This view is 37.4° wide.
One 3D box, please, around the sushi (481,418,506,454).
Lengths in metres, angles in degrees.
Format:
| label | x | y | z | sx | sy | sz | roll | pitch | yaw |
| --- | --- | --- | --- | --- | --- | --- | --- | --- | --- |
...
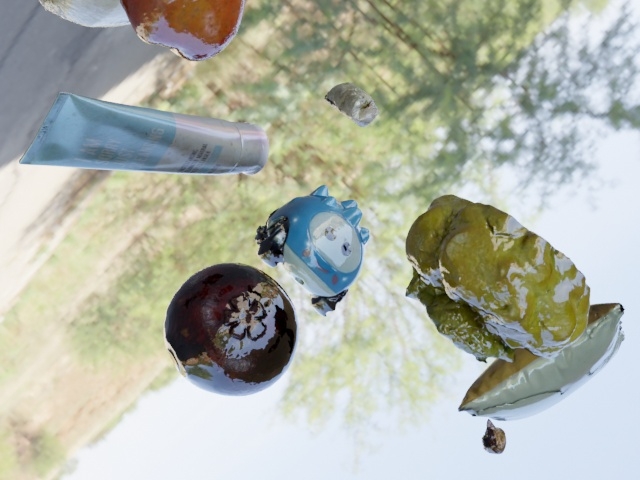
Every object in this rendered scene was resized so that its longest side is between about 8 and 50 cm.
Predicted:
| label | x | y | z | sx | sy | sz | roll | pitch | yaw |
| --- | --- | --- | --- | --- | --- | --- | --- | --- | --- |
| sushi | 0.347 | 0.404 | 1.912 | 0.050 | 0.047 | 0.099 | -61 | -170 | 14 |

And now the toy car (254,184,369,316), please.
| label | x | y | z | sx | sy | sz | roll | pitch | yaw |
| --- | --- | --- | --- | --- | --- | --- | --- | --- | --- |
| toy car | 0.000 | 0.000 | 1.731 | 0.190 | 0.188 | 0.255 | -44 | -168 | 7 |

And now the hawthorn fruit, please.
| label | x | y | z | sx | sy | sz | roll | pitch | yaw |
| --- | --- | --- | --- | --- | --- | --- | --- | --- | --- |
| hawthorn fruit | -0.126 | -0.243 | 0.910 | 0.140 | 0.125 | 0.125 | -54 | -175 | -5 |

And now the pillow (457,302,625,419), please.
| label | x | y | z | sx | sy | sz | roll | pitch | yaw |
| --- | --- | --- | --- | --- | --- | --- | --- | --- | --- |
| pillow | 0.394 | 0.219 | 1.643 | 0.312 | 0.119 | 0.310 | -36 | 161 | 7 |

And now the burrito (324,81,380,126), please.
| label | x | y | z | sx | sy | sz | roll | pitch | yaw |
| --- | --- | --- | --- | --- | --- | --- | --- | --- | --- |
| burrito | 0.041 | -0.182 | 1.241 | 0.149 | 0.055 | 0.041 | -121 | -128 | -68 |

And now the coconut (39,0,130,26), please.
| label | x | y | z | sx | sy | sz | roll | pitch | yaw |
| --- | --- | --- | --- | --- | --- | --- | --- | --- | --- |
| coconut | -0.326 | -0.434 | 1.441 | 0.227 | 0.227 | 0.230 | -43 | 167 | 36 |

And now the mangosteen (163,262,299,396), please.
| label | x | y | z | sx | sy | sz | roll | pitch | yaw |
| --- | --- | --- | --- | --- | --- | --- | --- | --- | --- |
| mangosteen | -0.130 | 0.131 | 1.372 | 0.210 | 0.210 | 0.210 | -46 | -175 | 5 |

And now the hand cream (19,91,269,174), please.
| label | x | y | z | sx | sy | sz | roll | pitch | yaw |
| --- | --- | --- | --- | --- | --- | --- | --- | --- | --- |
| hand cream | -0.193 | -0.118 | 1.122 | 0.312 | 0.070 | 0.111 | -3 | 144 | -47 |

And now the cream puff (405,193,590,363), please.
| label | x | y | z | sx | sy | sz | roll | pitch | yaw |
| --- | --- | --- | --- | --- | --- | --- | --- | --- | --- |
| cream puff | 0.233 | 0.069 | 1.320 | 0.185 | 0.281 | 0.282 | -55 | -174 | -6 |
